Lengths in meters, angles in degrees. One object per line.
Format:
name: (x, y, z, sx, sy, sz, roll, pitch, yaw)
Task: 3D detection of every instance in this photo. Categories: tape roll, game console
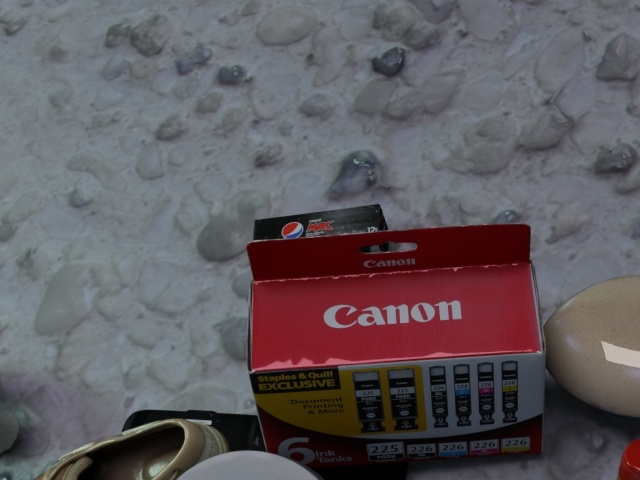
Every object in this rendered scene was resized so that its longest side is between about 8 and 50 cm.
tape roll: (-0.074, 0.335, 1.647, 0.219, 0.072, 0.219, -1, 81, 6)
game console: (-0.070, 0.240, 1.809, 0.361, 0.044, 0.213, 1, 51, 18)

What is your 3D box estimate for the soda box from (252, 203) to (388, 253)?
soda box: (0.000, 0.000, 1.973, 0.169, 0.053, 0.060, -7, 50, 12)

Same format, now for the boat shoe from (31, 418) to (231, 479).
boat shoe: (-0.273, 0.287, 1.758, 0.341, 0.110, 0.121, -28, 60, 10)

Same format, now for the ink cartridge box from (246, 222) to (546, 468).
ink cartridge box: (0.081, 0.118, 1.658, 0.310, 0.272, 0.130, -5, 50, 4)

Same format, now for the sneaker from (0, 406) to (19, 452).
sneaker: (-0.489, 0.235, 1.925, 0.235, 0.090, 0.094, -12, 39, 7)

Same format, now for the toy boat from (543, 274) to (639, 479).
toy boat: (0.360, 0.177, 1.671, 0.268, 0.148, 0.318, 5, 46, 15)
